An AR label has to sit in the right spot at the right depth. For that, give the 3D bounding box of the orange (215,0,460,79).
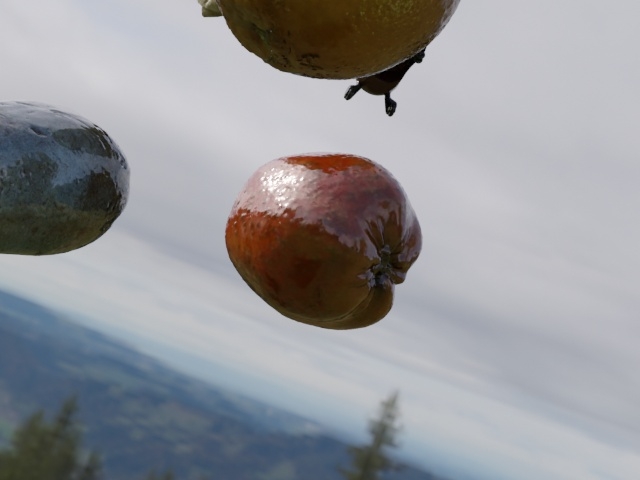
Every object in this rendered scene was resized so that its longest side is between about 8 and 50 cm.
[{"bbox_3d":[0.020,-0.294,1.714,0.274,0.274,0.274,19,-8,3],"label":"orange"}]

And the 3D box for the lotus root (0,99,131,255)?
[{"bbox_3d":[-0.303,-0.058,1.507,0.158,0.139,0.322,10,8,32],"label":"lotus root"}]

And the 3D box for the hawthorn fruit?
[{"bbox_3d":[0.000,0.000,1.604,0.189,0.189,0.189,19,-8,3],"label":"hawthorn fruit"}]

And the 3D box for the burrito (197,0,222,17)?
[{"bbox_3d":[-0.077,-0.329,1.958,0.087,0.060,0.226,-7,-25,-35],"label":"burrito"}]

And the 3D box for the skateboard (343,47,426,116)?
[{"bbox_3d":[0.089,-0.225,2.019,0.067,0.080,0.151,21,-40,-14],"label":"skateboard"}]
